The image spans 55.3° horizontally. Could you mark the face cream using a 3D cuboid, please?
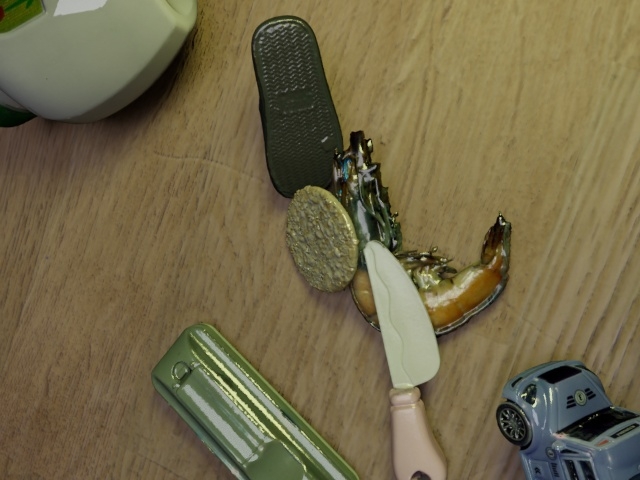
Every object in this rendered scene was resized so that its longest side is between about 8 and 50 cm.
[{"bbox_3d":[-0.368,-0.323,0.879,0.357,0.219,0.312,-20,85,21],"label":"face cream"}]

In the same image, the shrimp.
[{"bbox_3d":[0.124,-0.015,0.782,0.222,0.054,0.290,-17,93,20],"label":"shrimp"}]

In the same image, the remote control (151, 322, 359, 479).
[{"bbox_3d":[-0.100,0.268,0.861,0.335,0.065,0.128,42,99,14],"label":"remote control"}]

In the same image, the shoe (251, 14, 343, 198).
[{"bbox_3d":[-0.032,-0.181,0.829,0.108,0.093,0.241,-10,116,0],"label":"shoe"}]

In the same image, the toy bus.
[{"bbox_3d":[0.307,0.279,0.664,0.133,0.125,0.292,-26,78,60],"label":"toy bus"}]

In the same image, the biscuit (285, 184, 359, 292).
[{"bbox_3d":[0.000,0.000,0.815,0.152,0.020,0.152,26,124,48],"label":"biscuit"}]

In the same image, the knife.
[{"bbox_3d":[0.112,0.163,0.773,0.081,0.043,0.336,-8,97,15],"label":"knife"}]
